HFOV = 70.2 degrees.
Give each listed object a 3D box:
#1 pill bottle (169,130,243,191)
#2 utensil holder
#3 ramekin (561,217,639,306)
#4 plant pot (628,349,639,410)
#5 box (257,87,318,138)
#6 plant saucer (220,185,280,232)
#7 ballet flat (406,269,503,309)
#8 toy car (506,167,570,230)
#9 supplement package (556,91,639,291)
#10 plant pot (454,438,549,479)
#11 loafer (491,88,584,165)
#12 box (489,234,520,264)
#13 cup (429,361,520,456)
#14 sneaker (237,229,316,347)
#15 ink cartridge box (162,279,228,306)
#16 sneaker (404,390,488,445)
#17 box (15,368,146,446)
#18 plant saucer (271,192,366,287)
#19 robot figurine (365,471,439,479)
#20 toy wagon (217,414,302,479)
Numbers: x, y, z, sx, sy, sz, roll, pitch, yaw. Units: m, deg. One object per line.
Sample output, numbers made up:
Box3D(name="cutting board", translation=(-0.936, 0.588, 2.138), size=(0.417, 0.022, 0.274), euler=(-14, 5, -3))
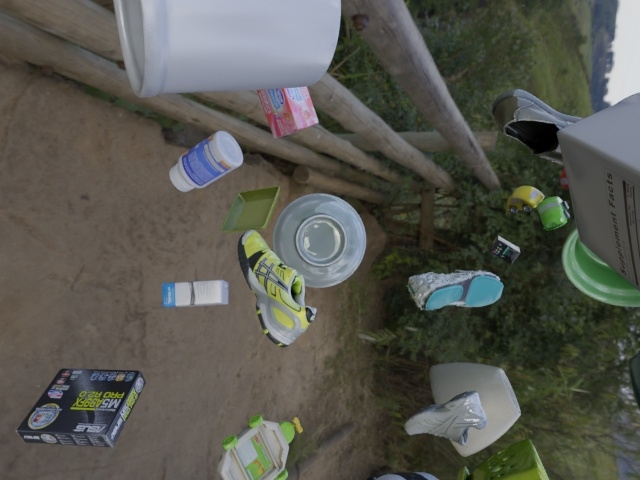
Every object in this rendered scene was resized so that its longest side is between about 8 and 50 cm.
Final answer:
Box3D(name="pill bottle", translation=(-0.447, -0.295, 1.756), size=(0.152, 0.272, 0.152), euler=(47, 29, -37))
Box3D(name="utensil holder", translation=(-0.199, -0.469, 0.937), size=(0.385, 0.327, 0.327), euler=(-11, 105, -28))
Box3D(name="ramekin", translation=(0.811, 0.012, 1.202), size=(0.148, 0.303, 0.303), euler=(-51, 136, -46))
Box3D(name="plant pot", translation=(0.543, 0.195, 0.550), size=(0.235, 0.293, 0.293), euler=(60, 13, 29))
Box3D(name="box", translation=(-0.147, -0.592, 1.869), size=(0.142, 0.154, 0.300), euler=(-33, 109, -46))
Box3D(name="plant saucer", translation=(-0.233, -0.096, 1.574), size=(0.045, 0.188, 0.188), euler=(56, 39, -42))
Box3D(name="ballet flat", translation=(0.463, 0.151, 1.575), size=(0.409, 0.147, 0.147), euler=(2, 92, -34))
Box3D(name="toy car", translation=(0.550, -0.104, 1.089), size=(0.053, 0.239, 0.225), euler=(51, 36, -14))
Box3D(name="supplement package", translation=(0.398, -0.027, 0.431), size=(0.175, 0.177, 0.293), euler=(60, 10, -29))
Box3D(name="plant pot", translation=(0.413, 0.597, 0.989), size=(0.228, 0.207, 0.227), euler=(69, 15, 16))
Box3D(name="loafer", translation=(0.421, -0.178, 0.824), size=(0.094, 0.251, 0.087), euler=(118, -7, -54))
Box3D(name="box", translation=(0.610, 0.030, 1.513), size=(0.052, 0.083, 0.062), euler=(-61, 170, 23))
Box3D(name="cup", translation=(0.578, 0.583, 1.661), size=(0.331, 0.237, 0.331), euler=(52, 23, -33))
Box3D(name="sneaker", translation=(-0.125, 0.115, 1.326), size=(0.145, 0.147, 0.384), euler=(40, 19, -58))
Box3D(name="ink cartridge box", translation=(-0.440, 0.191, 1.622), size=(0.148, 0.203, 0.086), euler=(99, -12, -81))
Box3D(name="sneaker", translation=(0.322, 0.479, 1.178), size=(0.090, 0.232, 0.115), euler=(0, 61, -52))
Box3D(name="box", translation=(-0.676, 0.474, 1.309), size=(0.216, 0.270, 0.060), euler=(-77, 164, -55))
Box3D(name="plant saucer", translation=(0.000, 0.000, 1.884), size=(0.100, 0.400, 0.400), euler=(178, -84, -83))
Box3D(name="robot figurine", translation=(0.238, 0.716, 1.215), size=(0.278, 0.209, 0.173), euler=(25, 50, -42))
Box3D(name="toy wagon", translation=(-0.212, 0.786, 1.695), size=(0.344, 0.068, 0.267), euler=(-30, 103, -39))
